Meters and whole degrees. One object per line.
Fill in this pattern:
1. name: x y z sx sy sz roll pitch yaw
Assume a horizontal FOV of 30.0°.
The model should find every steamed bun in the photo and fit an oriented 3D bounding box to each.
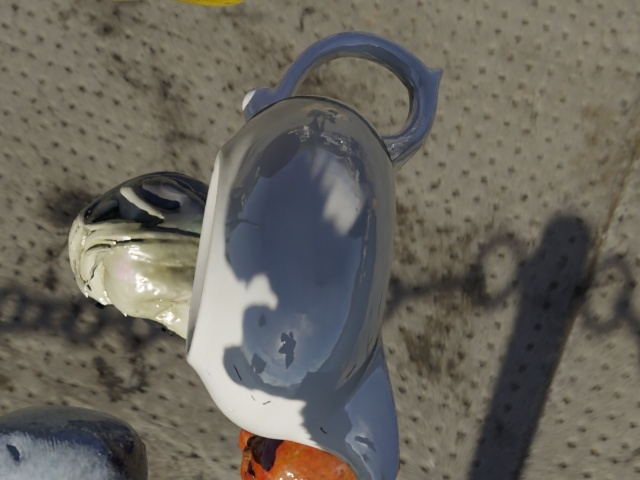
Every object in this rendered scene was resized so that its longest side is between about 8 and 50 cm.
1. steamed bun: -0.238 -0.011 1.883 0.268 0.207 0.280 35 40 3

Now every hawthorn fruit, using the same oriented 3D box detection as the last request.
1. hawthorn fruit: 0.022 0.309 1.684 0.299 0.211 0.211 31 81 -26

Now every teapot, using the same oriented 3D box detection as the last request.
1. teapot: 0.000 0.000 0.744 0.166 0.208 0.300 15 73 6

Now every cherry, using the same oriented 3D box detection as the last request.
1. cherry: -0.400 0.353 1.778 0.296 0.255 0.218 -18 55 22

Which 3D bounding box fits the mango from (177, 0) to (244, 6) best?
1. mango: -0.108 -0.176 0.668 0.161 0.103 0.076 17 54 -1
